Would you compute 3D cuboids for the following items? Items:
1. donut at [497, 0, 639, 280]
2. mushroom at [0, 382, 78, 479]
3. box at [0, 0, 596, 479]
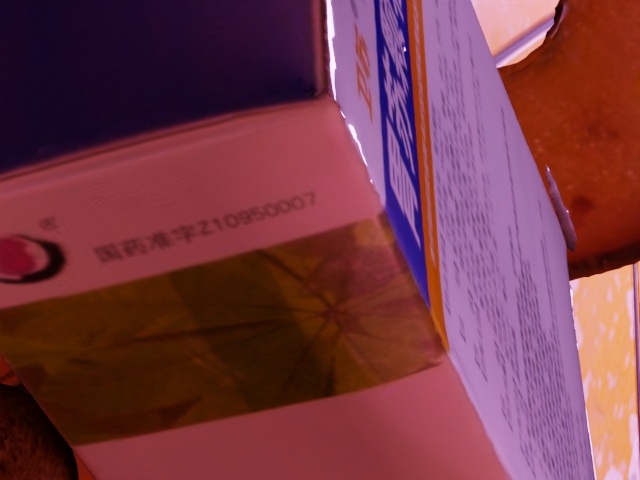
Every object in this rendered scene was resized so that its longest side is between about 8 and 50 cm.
[{"bbox_3d":[0.131,-0.096,0.813,0.101,0.152,0.259,-2,100,-69],"label":"donut"},{"bbox_3d":[-0.099,0.092,0.501,0.109,0.085,0.126,-11,121,-27],"label":"mushroom"},{"bbox_3d":[0.000,0.000,0.572,0.299,0.106,0.200,61,20,-46],"label":"box"}]
